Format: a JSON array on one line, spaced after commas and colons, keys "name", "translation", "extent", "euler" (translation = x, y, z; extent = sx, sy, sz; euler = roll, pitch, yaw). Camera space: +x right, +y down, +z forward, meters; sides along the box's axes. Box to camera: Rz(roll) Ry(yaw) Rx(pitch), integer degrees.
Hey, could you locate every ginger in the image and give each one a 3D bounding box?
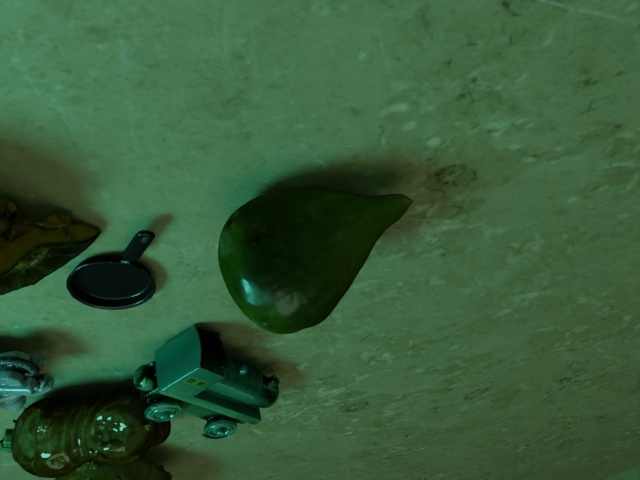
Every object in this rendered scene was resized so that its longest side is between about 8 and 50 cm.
[{"name": "ginger", "translation": [-0.476, 0.389, 1.328], "extent": [0.358, 0.152, 0.274], "euler": [-9, 172, 8]}]

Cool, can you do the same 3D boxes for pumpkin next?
[{"name": "pumpkin", "translation": [-0.462, -0.018, 0.848], "extent": [0.139, 0.190, 0.280], "euler": [-33, 180, 28]}]

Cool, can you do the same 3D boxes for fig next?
[{"name": "fig", "translation": [0.000, 0.000, 0.895], "extent": [0.275, 0.206, 0.206], "euler": [-31, 139, 6]}]

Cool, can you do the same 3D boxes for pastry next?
[{"name": "pastry", "translation": [-0.509, 0.610, 1.593], "extent": [0.255, 0.161, 0.311], "euler": [-27, 137, 20]}]

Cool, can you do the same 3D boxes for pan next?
[{"name": "pan", "translation": [-0.305, 0.041, 0.996], "extent": [0.136, 0.028, 0.235], "euler": [16, 140, -29]}]

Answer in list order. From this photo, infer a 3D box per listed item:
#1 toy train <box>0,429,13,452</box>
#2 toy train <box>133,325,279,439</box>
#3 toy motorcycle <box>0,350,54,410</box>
[{"name": "toy train", "translation": [-0.677, 0.455, 1.465], "extent": [0.093, 0.038, 0.056], "euler": [11, 133, -23]}, {"name": "toy train", "translation": [-0.211, 0.286, 1.264], "extent": [0.194, 0.120, 0.298], "euler": [-33, 139, 18]}, {"name": "toy motorcycle", "translation": [-0.596, 0.260, 1.163], "extent": [0.260, 0.110, 0.171], "euler": [-12, 142, 16]}]
